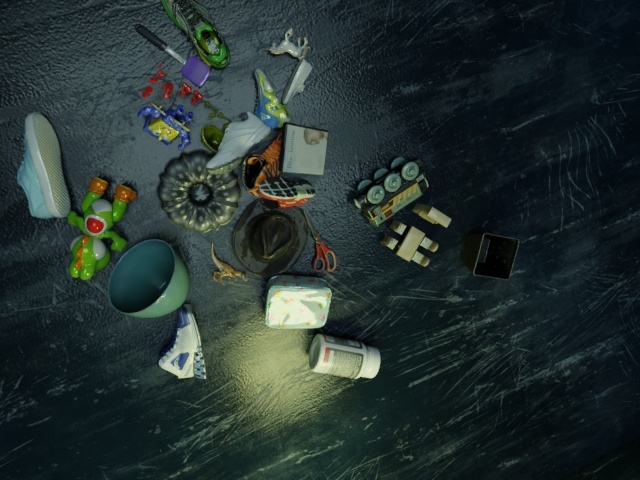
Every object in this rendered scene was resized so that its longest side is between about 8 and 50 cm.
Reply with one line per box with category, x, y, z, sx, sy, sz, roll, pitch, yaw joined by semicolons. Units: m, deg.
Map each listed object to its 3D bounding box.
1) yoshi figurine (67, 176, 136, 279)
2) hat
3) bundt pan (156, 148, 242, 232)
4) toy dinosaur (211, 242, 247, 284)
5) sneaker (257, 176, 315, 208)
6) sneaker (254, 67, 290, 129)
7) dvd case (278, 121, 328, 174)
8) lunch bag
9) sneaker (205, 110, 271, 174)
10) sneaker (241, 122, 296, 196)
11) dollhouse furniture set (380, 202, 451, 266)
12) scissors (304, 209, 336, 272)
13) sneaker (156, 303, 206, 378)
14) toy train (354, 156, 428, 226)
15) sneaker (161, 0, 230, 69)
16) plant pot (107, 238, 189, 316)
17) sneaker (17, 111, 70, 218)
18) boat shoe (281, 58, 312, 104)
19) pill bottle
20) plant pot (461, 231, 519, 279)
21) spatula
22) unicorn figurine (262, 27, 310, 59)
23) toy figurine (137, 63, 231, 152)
yoshi figurine;-0.813;-0.036;1.719;0.203;0.203;0.363;29;76;-57
hat;-0.185;-0.007;1.865;0.330;0.134;0.332;-2;97;-17
bundt pan;-0.455;-0.179;1.777;0.330;0.124;0.332;-3;102;-15
toy dinosaur;-0.393;0.113;1.896;0.211;0.064;0.112;39;72;-27
sneaker;-0.136;-0.169;1.817;0.278;0.107;0.118;-1;143;-48
sneaker;-0.217;-0.527;1.782;0.126;0.091;0.240;-28;89;15
dvd case;-0.062;-0.351;1.819;0.252;0.022;0.181;-6;106;-51
lunch bag;-0.104;0.262;1.959;0.278;0.108;0.224;4;115;-13
sneaker;-0.316;-0.354;1.720;0.129;0.111;0.297;46;64;-5
sneaker;-0.183;-0.313;1.774;0.124;0.180;0.321;30;93;16
dollhouse furniture set;0.423;-0.026;2.012;0.212;0.161;0.242;28;93;-18
scissors;0.000;0.000;1.971;0.108;0.021;0.298;-16;108;-17
sneaker;-0.567;0.429;1.873;0.182;0.127;0.316;-9;105;-14
toy train;0.300;-0.207;1.965;0.333;0.142;0.190;-34;120;-7
sneaker;-0.431;-0.774;1.646;0.134;0.146;0.344;-39;107;-3
plant pot;-0.608;0.168;1.756;0.290;0.290;0.195;-42;144;-3
sneaker;-0.991;-0.251;1.623;0.149;0.135;0.367;-8;95;3
boat shoe;-0.089;-0.606;1.816;0.063;0.066;0.184;24;92;-28
pill bottle;0.104;0.511;2.044;0.282;0.161;0.162;15;98;-17
plant pot;0.746;0.055;2.109;0.187;0.167;0.188;9;100;-15
spatula;-0.538;-0.681;1.698;0.296;0.030;0.084;35;94;-18
unicorn figurine;-0.120;-0.738;1.777;0.161;0.060;0.111;23;95;-17
toy figurine;-0.529;-0.430;1.714;0.362;0.217;0.192;32;49;-44
